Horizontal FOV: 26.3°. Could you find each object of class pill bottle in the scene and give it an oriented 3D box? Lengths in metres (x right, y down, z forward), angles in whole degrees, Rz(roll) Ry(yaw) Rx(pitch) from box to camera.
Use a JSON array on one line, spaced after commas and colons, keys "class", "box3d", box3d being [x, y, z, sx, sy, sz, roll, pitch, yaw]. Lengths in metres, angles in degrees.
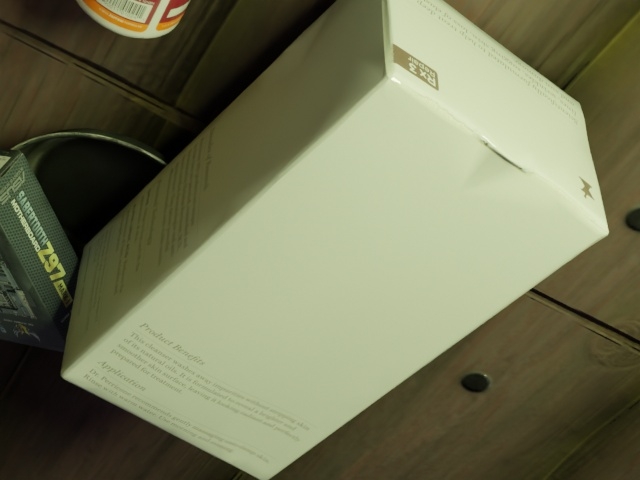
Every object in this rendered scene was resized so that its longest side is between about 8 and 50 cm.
[{"class": "pill bottle", "box3d": [-0.110, -0.219, 0.943, 0.086, 0.086, 0.152, 25, 132, -12]}]

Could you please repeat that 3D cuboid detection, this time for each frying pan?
[{"class": "frying pan", "box3d": [-0.156, 0.022, 1.201, 0.197, 0.053, 0.326, -14, 130, 24]}]

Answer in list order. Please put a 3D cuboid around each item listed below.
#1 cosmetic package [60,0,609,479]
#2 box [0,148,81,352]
[{"class": "cosmetic package", "box3d": [0.000, 0.000, 1.044, 0.217, 0.156, 0.385, 34, 123, -28]}, {"class": "box", "box3d": [-0.318, 0.000, 1.167, 0.233, 0.059, 0.183, 8, 135, 30]}]
